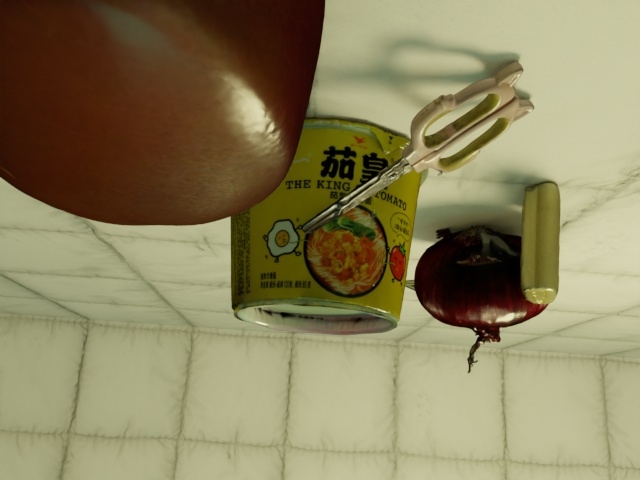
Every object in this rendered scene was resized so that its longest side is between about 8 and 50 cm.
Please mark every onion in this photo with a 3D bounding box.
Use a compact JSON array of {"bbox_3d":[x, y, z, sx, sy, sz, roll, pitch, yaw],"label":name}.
[{"bbox_3d":[0.325,0.106,1.149,0.273,0.284,0.273,-7,-172,1],"label":"onion"}]

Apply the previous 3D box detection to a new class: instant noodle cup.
[{"bbox_3d":[0.000,0.000,0.889,0.326,0.254,0.325,4,162,1],"label":"instant noodle cup"}]

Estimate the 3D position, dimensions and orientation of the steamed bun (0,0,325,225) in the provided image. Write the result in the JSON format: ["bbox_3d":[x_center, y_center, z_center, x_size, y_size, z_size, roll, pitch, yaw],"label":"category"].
[{"bbox_3d":[-0.129,-0.144,0.471,0.248,0.234,0.379,14,160,-23],"label":"steamed bun"}]

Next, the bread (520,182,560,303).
[{"bbox_3d":[0.366,0.010,0.969,0.060,0.178,0.139,1,163,19],"label":"bread"}]

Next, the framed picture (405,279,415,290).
[{"bbox_3d":[0.379,0.133,1.644,0.252,0.014,0.197,-8,160,34],"label":"framed picture"}]

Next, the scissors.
[{"bbox_3d":[0.109,-0.093,0.705,0.318,0.024,0.160,-33,152,14],"label":"scissors"}]
